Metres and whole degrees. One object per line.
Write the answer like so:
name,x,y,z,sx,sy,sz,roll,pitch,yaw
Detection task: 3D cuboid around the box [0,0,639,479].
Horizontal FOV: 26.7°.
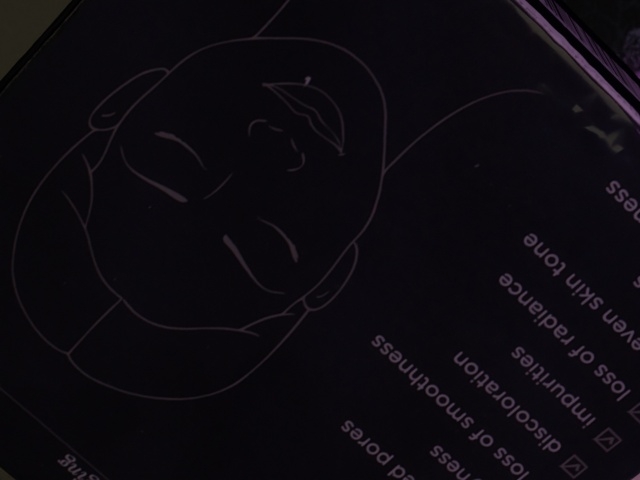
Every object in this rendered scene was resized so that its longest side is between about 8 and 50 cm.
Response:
box,0.000,0.000,0.975,0.480,0.297,0.472,43,107,-11
